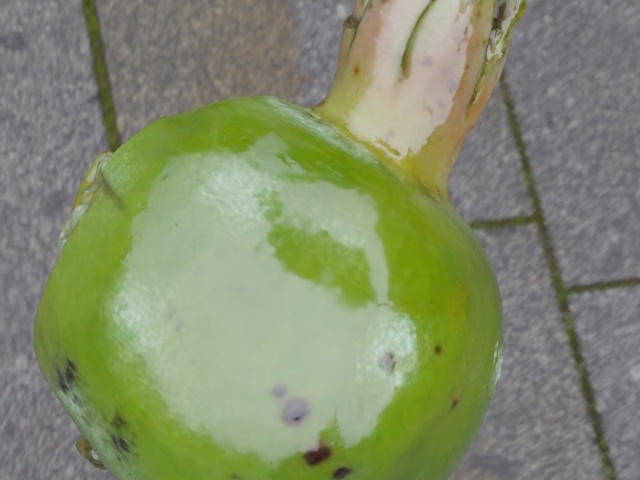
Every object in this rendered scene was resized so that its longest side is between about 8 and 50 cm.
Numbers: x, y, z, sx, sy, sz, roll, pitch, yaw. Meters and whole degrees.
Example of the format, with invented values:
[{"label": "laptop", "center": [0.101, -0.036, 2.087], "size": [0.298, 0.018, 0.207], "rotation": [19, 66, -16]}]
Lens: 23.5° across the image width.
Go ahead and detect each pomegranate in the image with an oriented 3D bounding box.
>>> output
[{"label": "pomegranate", "center": [0.000, 0.000, 0.726], "size": [0.236, 0.236, 0.302], "rotation": [36, 91, 1]}]
